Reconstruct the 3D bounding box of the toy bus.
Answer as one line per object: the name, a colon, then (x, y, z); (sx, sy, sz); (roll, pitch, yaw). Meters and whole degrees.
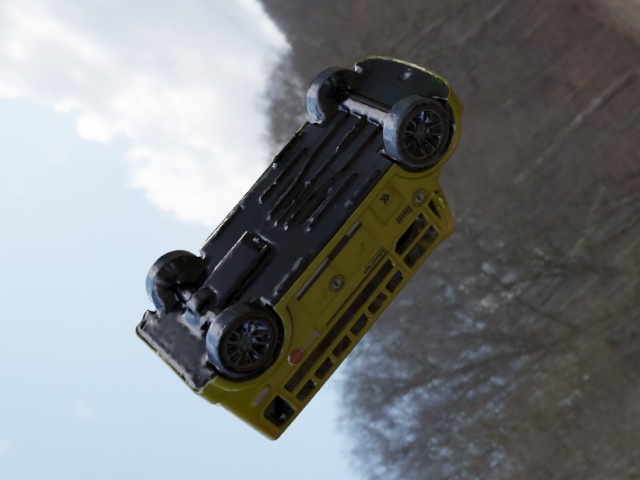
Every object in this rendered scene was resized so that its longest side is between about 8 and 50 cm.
toy bus: (0.000, 0.000, 0.908); (0.151, 0.331, 0.145); (45, 172, -38)
